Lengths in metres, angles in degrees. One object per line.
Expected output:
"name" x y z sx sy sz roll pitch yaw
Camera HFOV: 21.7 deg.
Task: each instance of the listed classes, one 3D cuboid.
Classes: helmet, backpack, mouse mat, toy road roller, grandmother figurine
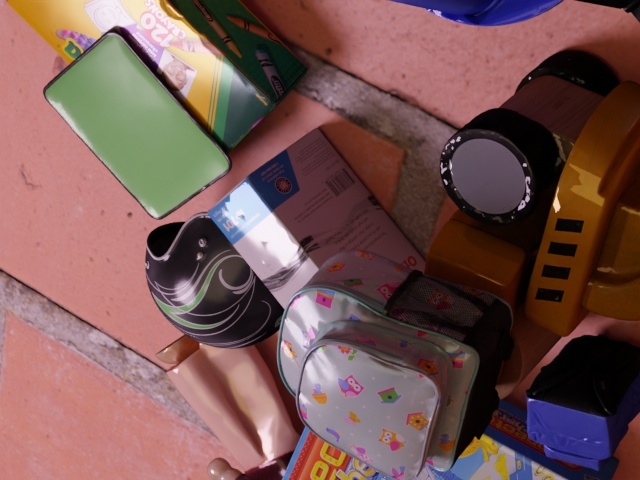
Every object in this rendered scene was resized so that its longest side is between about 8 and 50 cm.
"helmet" -0.102 0.033 1.778 0.161 0.169 0.169 -40 89 32
"backpack" 0.259 0.153 1.616 0.098 0.120 0.101 17 133 25
"mouse mat" -0.191 -0.116 1.736 0.189 0.007 0.152 48 135 -11
"backpack" 0.052 0.103 1.445 0.188 0.144 0.166 29 134 23
"toy road roller" 0.235 0.013 1.495 0.240 0.202 0.329 26 127 21
"grandmother figurine" -0.057 0.249 1.910 0.208 0.104 0.342 -31 93 51

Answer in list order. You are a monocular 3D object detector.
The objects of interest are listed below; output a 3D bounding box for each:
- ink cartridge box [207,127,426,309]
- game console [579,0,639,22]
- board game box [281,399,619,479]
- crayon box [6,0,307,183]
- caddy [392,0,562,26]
"ink cartridge box" 0.000 0.000 1.697 0.190 0.139 0.082 52 131 -1
"game console" 0.305 -0.212 1.398 0.124 0.085 0.144 50 133 1
"board game box" 0.109 0.294 1.761 0.302 0.086 0.308 27 116 11
"crayon box" -0.169 -0.211 1.711 0.278 0.081 0.165 44 135 -5
"caddy" 0.112 -0.347 1.392 0.241 0.179 0.341 -18 86 31
